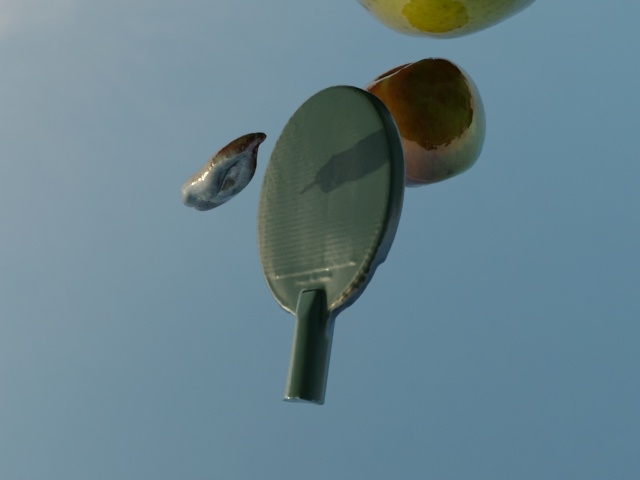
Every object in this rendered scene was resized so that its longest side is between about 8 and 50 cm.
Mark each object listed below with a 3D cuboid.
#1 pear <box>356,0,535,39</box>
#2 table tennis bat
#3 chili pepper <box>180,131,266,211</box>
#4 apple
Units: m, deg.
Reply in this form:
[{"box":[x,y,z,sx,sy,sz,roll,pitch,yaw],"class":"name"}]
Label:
[{"box":[0.176,-0.459,1.507,0.362,0.362,0.418,-36,-163,-29],"class":"pear"},{"box":[0.000,0.000,1.065,0.215,0.044,0.329,-11,-112,48],"class":"table tennis bat"},{"box":[-0.099,-0.062,1.053,0.050,0.153,0.041,-14,-101,-39],"class":"chili pepper"},{"box":[0.142,-0.164,1.499,0.196,0.196,0.196,-2,-136,2],"class":"apple"}]
